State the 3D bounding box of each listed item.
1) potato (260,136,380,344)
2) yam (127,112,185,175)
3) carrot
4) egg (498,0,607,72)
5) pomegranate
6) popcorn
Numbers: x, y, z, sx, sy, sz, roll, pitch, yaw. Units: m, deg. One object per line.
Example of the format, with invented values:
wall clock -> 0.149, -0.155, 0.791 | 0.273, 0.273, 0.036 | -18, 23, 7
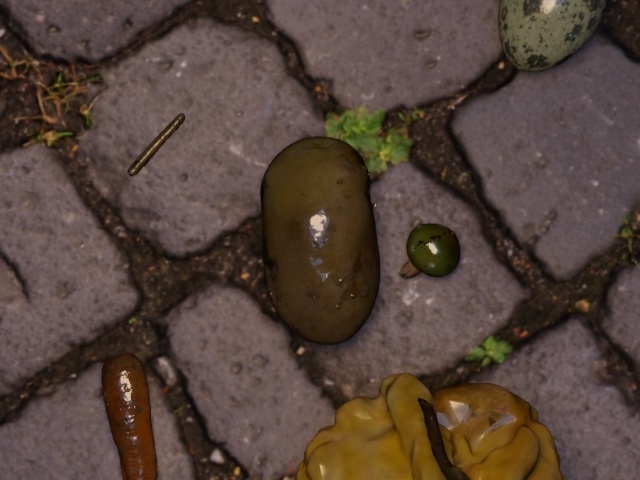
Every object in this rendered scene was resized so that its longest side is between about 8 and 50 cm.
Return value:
potato -> 0.000, 0.000, 1.730 | 0.165, 0.165, 0.262 | -7, 86, -1
yam -> -0.214, -0.125, 1.810 | 0.014, 0.014, 0.107 | 41, 86, 2
carrot -> -0.240, 0.235, 1.762 | 0.060, 0.060, 0.186 | -11, 86, -2
egg -> 0.293, -0.296, 1.773 | 0.132, 0.132, 0.172 | 24, 96, 1
pomegranate -> 0.143, 0.020, 1.784 | 0.073, 0.073, 0.084 | 15, 123, 0
popcorn -> 0.139, 0.312, 1.624 | 0.349, 0.381, 0.349 | 2, 72, -7
